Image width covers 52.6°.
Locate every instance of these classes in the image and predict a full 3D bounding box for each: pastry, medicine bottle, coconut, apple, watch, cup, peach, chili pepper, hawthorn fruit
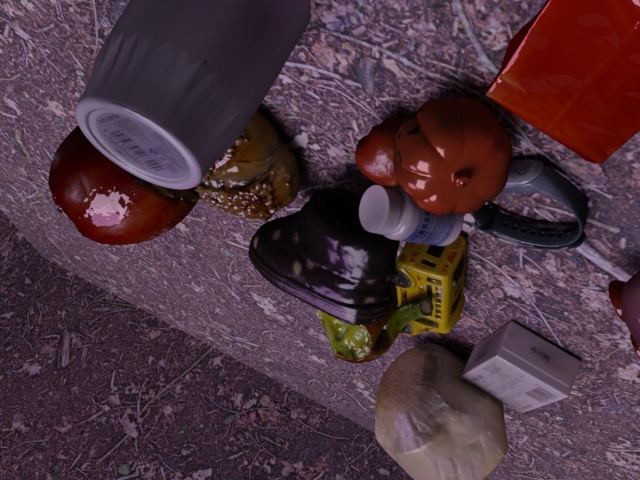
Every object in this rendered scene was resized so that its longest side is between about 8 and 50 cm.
[{"bbox_3d":[-0.192,-0.159,1.428,0.284,0.184,0.316,13,149,37],"label":"pastry"},{"bbox_3d":[0.172,-0.048,1.222,0.186,0.103,0.102,8,170,-34],"label":"medicine bottle"},{"bbox_3d":[0.353,0.505,1.833,0.415,0.416,0.344,42,134,-21],"label":"coconut"},{"bbox_3d":[0.089,0.189,1.684,0.226,0.246,0.246,28,157,32],"label":"apple"},{"bbox_3d":[0.355,-0.058,1.134,0.206,0.068,0.193,-3,138,48],"label":"watch"},{"bbox_3d":[-0.190,-0.282,1.004,0.253,0.372,0.253,19,156,9],"label":"cup"},{"bbox_3d":[-0.457,-0.149,1.555,0.339,0.353,0.416,39,154,-20],"label":"peach"},{"bbox_3d":[0.188,0.167,1.426,0.052,0.050,0.202,67,159,15],"label":"chili pepper"},{"bbox_3d":[0.122,-0.148,1.146,0.125,0.125,0.140,0,101,48],"label":"hawthorn fruit"}]

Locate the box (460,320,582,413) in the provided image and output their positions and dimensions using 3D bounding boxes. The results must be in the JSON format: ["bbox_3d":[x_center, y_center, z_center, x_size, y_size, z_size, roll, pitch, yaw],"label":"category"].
[{"bbox_3d":[0.494,0.325,1.626,0.194,0.111,0.260,30,158,4],"label":"box"}]

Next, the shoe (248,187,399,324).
[{"bbox_3d":[0.000,0.000,1.374,0.383,0.171,0.237,28,119,40],"label":"shoe"}]

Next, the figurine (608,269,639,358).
[{"bbox_3d":[0.589,0.114,1.072,0.173,0.173,0.173,26,155,13],"label":"figurine"}]

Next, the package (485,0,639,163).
[{"bbox_3d":[0.342,-0.240,0.745,0.195,0.123,0.424,33,154,3],"label":"package"}]

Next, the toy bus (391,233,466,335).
[{"bbox_3d":[0.247,0.104,1.463,0.152,0.144,0.330,20,152,22],"label":"toy bus"}]

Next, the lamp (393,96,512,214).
[{"bbox_3d":[0.207,-0.128,1.017,0.187,0.164,0.188,-1,122,-2],"label":"lamp"}]
